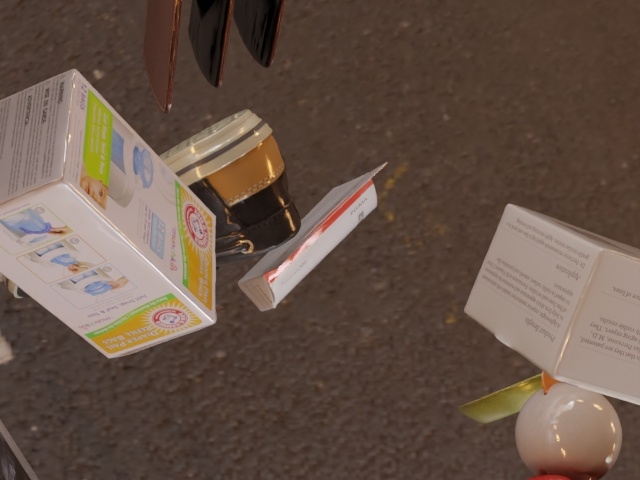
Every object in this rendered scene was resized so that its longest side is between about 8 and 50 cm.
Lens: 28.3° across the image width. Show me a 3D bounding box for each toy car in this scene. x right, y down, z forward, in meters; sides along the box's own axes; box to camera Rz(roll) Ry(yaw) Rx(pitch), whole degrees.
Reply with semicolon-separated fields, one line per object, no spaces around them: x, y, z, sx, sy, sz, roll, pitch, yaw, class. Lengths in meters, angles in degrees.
0.280;0.242;1.365;0.210;0.219;0.238;24;59;-47;toy car

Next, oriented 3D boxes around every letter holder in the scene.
-0.165;-0.309;1.848;0.152;0.302;0.214;4;113;-16;letter holder

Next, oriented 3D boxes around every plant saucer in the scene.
0.305;0.201;1.742;0.241;0.241;0.037;-15;79;-37;plant saucer

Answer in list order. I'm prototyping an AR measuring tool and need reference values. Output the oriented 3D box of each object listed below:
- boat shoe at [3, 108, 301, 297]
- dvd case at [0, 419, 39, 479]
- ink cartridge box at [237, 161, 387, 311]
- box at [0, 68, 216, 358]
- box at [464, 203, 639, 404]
-0.206;0.004;1.458;0.187;0.500;0.156;-42;104;-43;boat shoe
-0.347;0.328;1.454;0.030;0.238;0.179;-23;122;-2;dvd case
0.000;0.000;1.545;0.189;0.232;0.066;-45;100;-15;ink cartridge box
-0.173;-0.014;0.969;0.203;0.103;0.114;49;28;-45;box
0.259;0.064;1.148;0.182;0.181;0.119;18;98;-22;box
